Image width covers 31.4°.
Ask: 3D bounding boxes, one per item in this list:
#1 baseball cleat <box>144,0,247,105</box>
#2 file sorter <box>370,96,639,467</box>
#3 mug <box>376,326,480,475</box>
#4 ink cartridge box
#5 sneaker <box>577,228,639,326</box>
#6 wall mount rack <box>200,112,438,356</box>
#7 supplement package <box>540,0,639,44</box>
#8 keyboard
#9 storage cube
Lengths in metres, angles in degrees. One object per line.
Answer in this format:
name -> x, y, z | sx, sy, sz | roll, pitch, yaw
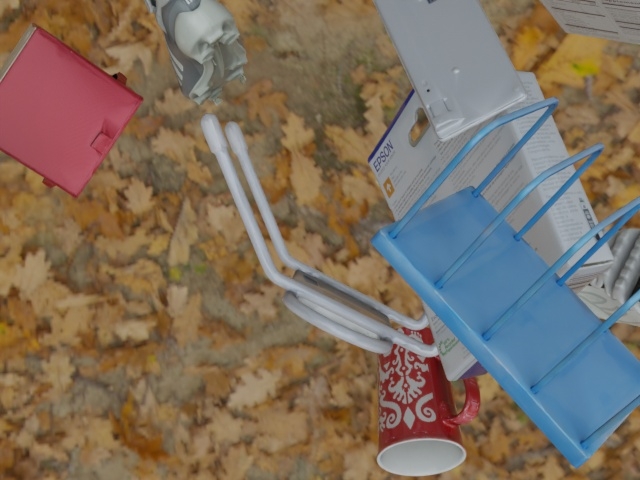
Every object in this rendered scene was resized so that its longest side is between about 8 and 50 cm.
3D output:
baseball cleat -> -0.117, -0.195, 1.043 | 0.072, 0.206, 0.109 | -36, 86, -12
file sorter -> 0.141, 0.015, 0.650 | 0.118, 0.170, 0.104 | -24, 158, -53
mug -> 0.141, 0.202, 1.476 | 0.150, 0.169, 0.113 | -15, 142, 16
ink cartridge box -> 0.126, -0.029, 0.915 | 0.045, 0.224, 0.223 | -9, 156, -23
sneaker -> 0.342, 0.048, 1.306 | 0.110, 0.292, 0.118 | -51, 138, -21
wall mount rack -> 0.000, 0.000, 1.159 | 0.304, 0.350, 0.131 | 28, 93, 0
supplement package -> 0.359, -0.378, 1.339 | 0.262, 0.198, 0.199 | 30, 81, -52
keyboard -> 0.078, -0.190, 0.875 | 0.072, 0.256, 0.014 | -24, 150, 6
storage cube -> -0.418, -0.206, 1.780 | 0.193, 0.183, 0.215 | 35, 91, -21
